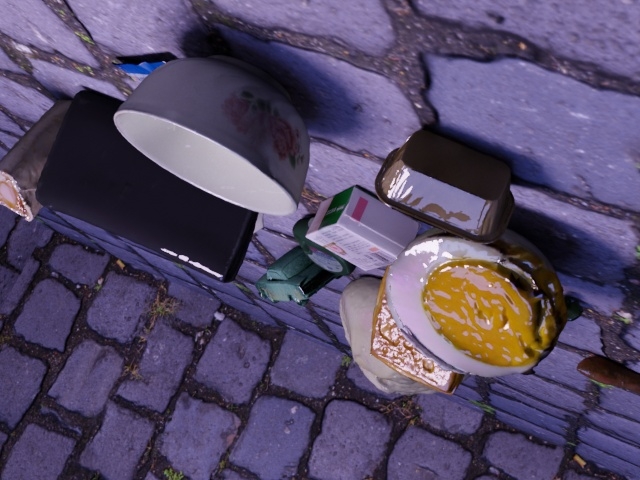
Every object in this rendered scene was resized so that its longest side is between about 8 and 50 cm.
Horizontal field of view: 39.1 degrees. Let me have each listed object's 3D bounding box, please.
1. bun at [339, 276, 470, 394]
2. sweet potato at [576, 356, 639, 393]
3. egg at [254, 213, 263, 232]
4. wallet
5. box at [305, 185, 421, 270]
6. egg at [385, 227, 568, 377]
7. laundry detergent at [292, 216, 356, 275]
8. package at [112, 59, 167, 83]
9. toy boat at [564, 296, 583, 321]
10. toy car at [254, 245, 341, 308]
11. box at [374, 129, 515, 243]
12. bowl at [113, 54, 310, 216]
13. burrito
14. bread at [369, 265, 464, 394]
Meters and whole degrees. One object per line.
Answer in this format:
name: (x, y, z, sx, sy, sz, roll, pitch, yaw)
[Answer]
bun: (0.182, 0.239, 2.048, 0.361, 0.213, 0.361, 27, 168, 6)
sweet potato: (0.605, 0.279, 1.783, 0.214, 0.050, 0.050, 24, 167, -9)
egg: (-0.225, -0.071, 1.705, 0.206, 0.162, 0.271, 30, 165, -24)
wallet: (-0.294, -0.100, 1.585, 0.405, 0.229, 0.062, 22, 179, 15)
box: (0.069, -0.017, 1.549, 0.135, 0.081, 0.199, 29, 165, -12)
egg: (0.246, 0.058, 1.349, 0.264, 0.174, 0.286, 24, 141, 14)
laundry detergent: (0.000, 0.000, 1.784, 0.137, 0.063, 0.211, 27, 168, 22)
package: (-0.219, -0.227, 1.387, 0.173, 0.027, 0.171, 36, 166, -37)
toy boat: (0.344, 0.157, 1.525, 0.052, 0.210, 0.104, 60, -170, 20)
toy car: (-0.047, 0.072, 2.023, 0.097, 0.141, 0.320, 57, 160, -11)
box: (0.161, -0.068, 1.138, 0.177, 0.111, 0.111, 24, 167, 7)
bowl: (-0.127, -0.156, 1.228, 0.277, 0.145, 0.277, 23, 165, 7)
burrito: (-0.515, -0.169, 1.734, 0.105, 0.299, 0.143, 0, 127, 29)
bread: (0.198, 0.136, 1.603, 0.210, 0.235, 0.099, 23, -163, 30)
